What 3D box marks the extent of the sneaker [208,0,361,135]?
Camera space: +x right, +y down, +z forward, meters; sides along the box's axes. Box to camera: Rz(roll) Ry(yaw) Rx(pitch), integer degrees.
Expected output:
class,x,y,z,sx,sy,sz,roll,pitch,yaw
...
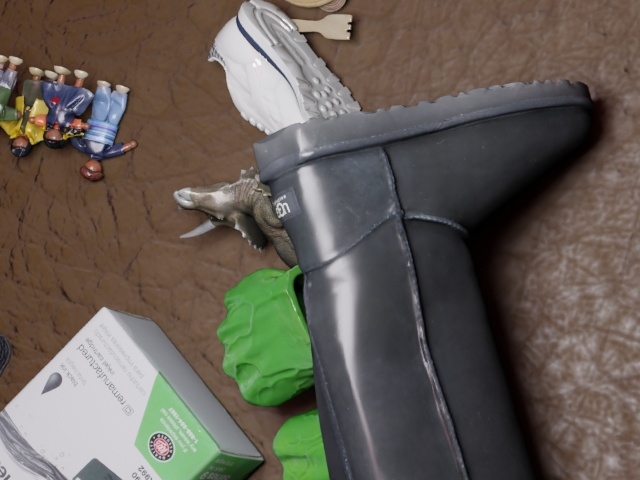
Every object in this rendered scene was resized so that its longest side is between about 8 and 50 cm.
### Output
class,x,y,z,sx,sy,sz,roll,pitch,yaw
sneaker,-0.032,-0.143,1.885,0.095,0.090,0.235,-44,69,32

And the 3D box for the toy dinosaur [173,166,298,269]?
class,x,y,z,sx,sy,sz,roll,pitch,yaw
toy dinosaur,0.000,0.000,1.821,0.313,0.160,0.121,37,64,12

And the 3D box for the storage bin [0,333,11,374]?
class,x,y,z,sx,sy,sz,roll,pitch,yaw
storage bin,-0.447,0.160,1.983,0.122,0.084,0.180,31,93,23

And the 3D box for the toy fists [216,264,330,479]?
class,x,y,z,sx,sy,sz,roll,pitch,yaw
toy fists,-0.004,0.156,1.769,0.142,0.096,0.279,-28,92,40

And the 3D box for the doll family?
class,x,y,z,sx,sy,sz,roll,pitch,yaw
doll family,-0.301,-0.135,1.986,0.193,0.076,0.111,11,80,20

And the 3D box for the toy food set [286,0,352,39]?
class,x,y,z,sx,sy,sz,roll,pitch,yaw
toy food set,0.000,-0.312,1.924,0.132,0.038,0.192,6,88,30

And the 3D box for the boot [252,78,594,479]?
class,x,y,z,sx,sy,sz,roll,pitch,yaw
boot,0.151,0.090,1.685,0.367,0.146,0.445,-12,82,-23

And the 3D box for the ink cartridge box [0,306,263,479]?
class,x,y,z,sx,sy,sz,roll,pitch,yaw
ink cartridge box,-0.240,0.248,1.864,0.289,0.121,0.211,-45,68,9
